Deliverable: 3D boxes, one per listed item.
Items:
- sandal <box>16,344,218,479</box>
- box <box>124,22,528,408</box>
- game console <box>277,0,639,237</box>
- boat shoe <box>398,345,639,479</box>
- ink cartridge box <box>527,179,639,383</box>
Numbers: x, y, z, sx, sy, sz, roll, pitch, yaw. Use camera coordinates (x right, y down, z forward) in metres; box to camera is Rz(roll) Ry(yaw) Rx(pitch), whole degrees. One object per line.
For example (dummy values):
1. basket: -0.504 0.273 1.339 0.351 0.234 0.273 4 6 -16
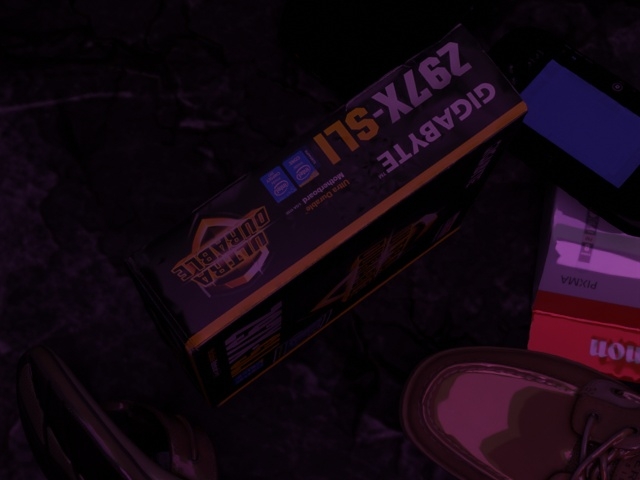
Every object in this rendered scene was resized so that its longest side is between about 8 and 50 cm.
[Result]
1. sandal: -0.111 0.187 1.076 0.303 0.120 0.086 39 51 3
2. box: 0.000 0.000 0.999 0.257 0.322 0.079 -34 81 -9
3. game console: 0.156 -0.146 1.143 0.361 0.044 0.213 38 80 18
4. boat shoe: 0.227 0.165 1.077 0.341 0.110 0.121 18 87 0
5. ink cartridge box: 0.269 0.031 1.144 0.189 0.066 0.232 10 74 -1
